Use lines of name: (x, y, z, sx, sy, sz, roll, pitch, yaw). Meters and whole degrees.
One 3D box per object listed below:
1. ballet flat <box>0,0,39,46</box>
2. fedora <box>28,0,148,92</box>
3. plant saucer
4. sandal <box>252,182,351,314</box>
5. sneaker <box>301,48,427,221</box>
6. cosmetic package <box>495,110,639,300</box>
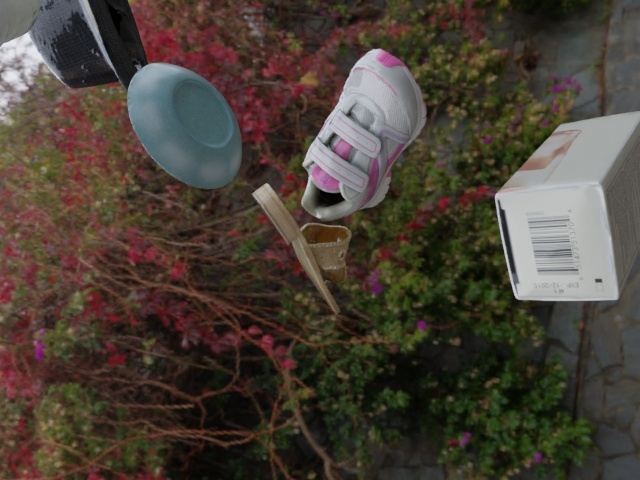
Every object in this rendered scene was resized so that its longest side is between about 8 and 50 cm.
ballet flat: (-0.404, -0.351, 0.897, 0.139, 0.139, 0.400, 55, -135, -62)
fedora: (-0.423, -0.389, 1.219, 0.334, 0.152, 0.334, 160, 90, -90)
plant saucer: (-0.171, -0.166, 0.962, 0.195, 0.037, 0.195, 28, -131, -38)
sandal: (0.003, 0.003, 0.908, 0.079, 0.088, 0.240, -36, -48, -4)
sneaker: (0.043, -0.107, 0.836, 0.111, 0.103, 0.252, -40, -23, -36)
cosmetic package: (0.347, -0.053, 0.921, 0.296, 0.129, 0.153, -36, -64, -49)
